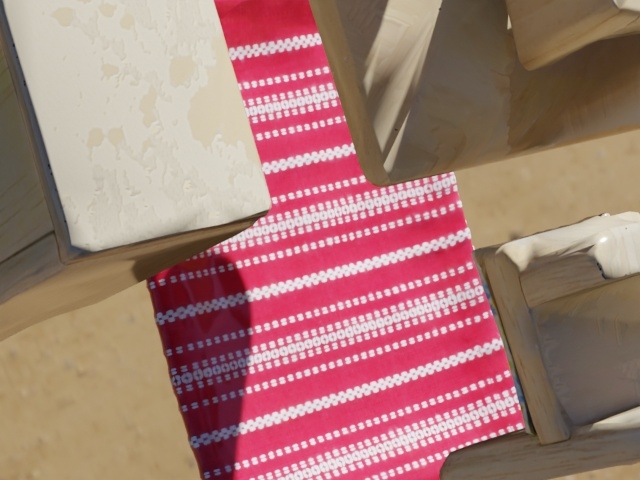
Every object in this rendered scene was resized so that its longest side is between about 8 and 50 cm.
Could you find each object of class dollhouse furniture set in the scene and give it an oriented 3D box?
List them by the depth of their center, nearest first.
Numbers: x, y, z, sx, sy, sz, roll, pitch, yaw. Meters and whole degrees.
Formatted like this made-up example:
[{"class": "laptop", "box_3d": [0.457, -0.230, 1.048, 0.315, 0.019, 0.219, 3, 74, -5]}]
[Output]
[{"class": "dollhouse furniture set", "box_3d": [0.004, -0.073, 0.714, 0.394, 0.256, 0.362, -14, 84, -34]}]

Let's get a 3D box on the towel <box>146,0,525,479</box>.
[{"class": "towel", "box_3d": [0.000, 0.000, 0.899, 0.199, 0.031, 0.275, -12, 83, -34]}]
